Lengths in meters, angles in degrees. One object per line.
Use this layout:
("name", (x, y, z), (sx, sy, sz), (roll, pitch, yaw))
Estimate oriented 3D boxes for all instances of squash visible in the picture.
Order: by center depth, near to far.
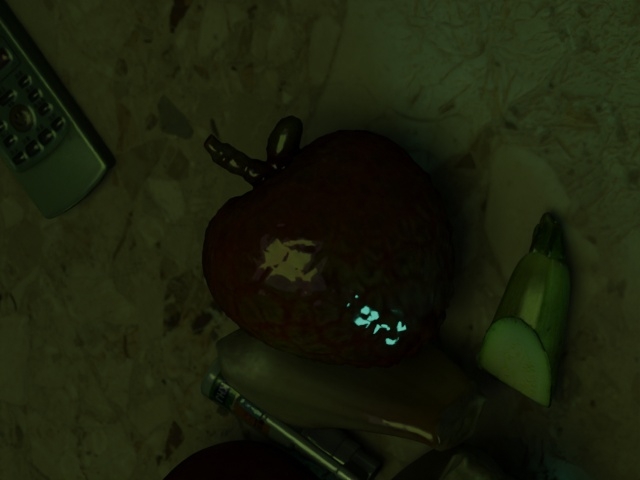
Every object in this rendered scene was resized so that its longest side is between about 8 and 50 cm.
("squash", (0.215, 0.071, 1.797), (0.090, 0.075, 0.200), (29, 117, 47))

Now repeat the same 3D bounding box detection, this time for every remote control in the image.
("remote control", (-0.358, -0.164, 2.054), (0.123, 0.038, 0.285), (-36, 86, 30))

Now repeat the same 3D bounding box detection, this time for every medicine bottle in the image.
("medicine bottle", (-0.036, 0.205, 1.958), (0.221, 0.092, 0.061), (32, 100, 15))

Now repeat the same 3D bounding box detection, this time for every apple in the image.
("apple", (-0.095, 0.334, 1.959), (0.230, 0.230, 0.230), (8, 108, 26))

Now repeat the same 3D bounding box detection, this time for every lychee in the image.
("lychee", (0.000, 0.000, 1.800), (0.255, 0.255, 0.300), (-43, 74, 30))

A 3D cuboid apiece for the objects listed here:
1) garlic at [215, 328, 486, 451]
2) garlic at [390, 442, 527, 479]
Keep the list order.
("garlic", (0.038, 0.149, 1.874), (0.318, 0.143, 0.112), (10, 130, 37))
("garlic", (0.131, 0.366, 1.840), (0.231, 0.246, 0.340), (39, 110, -3))
